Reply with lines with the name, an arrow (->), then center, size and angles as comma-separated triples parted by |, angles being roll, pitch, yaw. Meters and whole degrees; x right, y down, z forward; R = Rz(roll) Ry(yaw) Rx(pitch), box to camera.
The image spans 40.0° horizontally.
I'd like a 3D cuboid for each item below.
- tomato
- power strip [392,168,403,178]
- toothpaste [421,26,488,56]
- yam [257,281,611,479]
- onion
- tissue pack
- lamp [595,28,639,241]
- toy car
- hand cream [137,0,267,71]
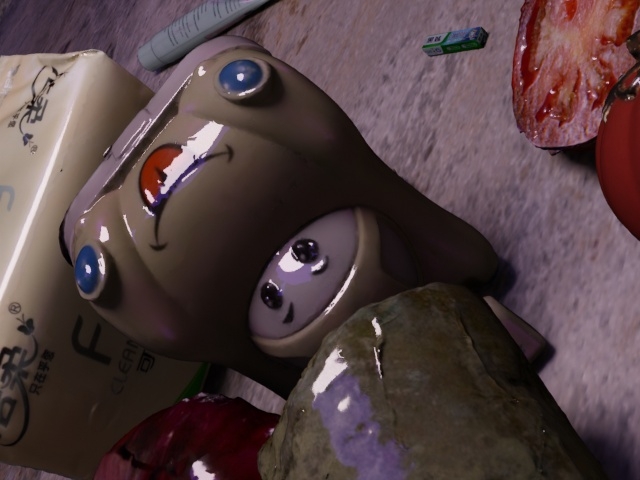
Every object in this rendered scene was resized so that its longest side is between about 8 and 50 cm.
tomato -> 0.253, -0.175, 0.760 | 0.225, 0.085, 0.224 | -169, 90, -73
power strip -> 0.000, 0.000, 0.996 | 0.253, 0.027, 0.060 | -31, 43, 30
toothpaste -> 0.154, -0.229, 1.014 | 0.083, 0.017, 0.020 | 4, 66, 49
yam -> 0.090, 0.183, 0.539 | 0.195, 0.195, 0.300 | -42, 59, 16
onion -> -0.077, 0.244, 0.752 | 0.252, 0.219, 0.252 | 12, 112, 31
tissue pack -> -0.253, 0.050, 0.952 | 0.205, 0.332, 0.404 | 4, 70, 33
lamp -> 0.288, -0.083, 0.579 | 0.227, 0.227, 0.226 | -29, 43, 31
toy car -> -0.009, 0.028, 0.723 | 0.242, 0.336, 0.226 | -50, 38, 6
hand cream -> -0.186, -0.376, 1.481 | 0.331, 0.058, 0.085 | -23, 45, 36
